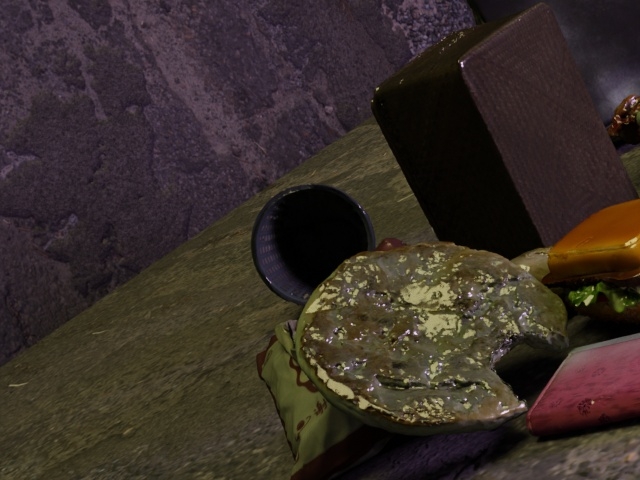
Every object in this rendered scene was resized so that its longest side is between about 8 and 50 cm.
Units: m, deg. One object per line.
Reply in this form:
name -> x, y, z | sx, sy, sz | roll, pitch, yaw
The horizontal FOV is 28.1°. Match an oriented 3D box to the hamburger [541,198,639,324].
hamburger -> 0.278, 0.025, 1.152 | 0.137, 0.087, 0.166 | -34, 10, -20

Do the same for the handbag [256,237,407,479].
handbag -> 0.034, 0.119, 1.227 | 0.213, 0.127, 0.235 | -37, 34, 7

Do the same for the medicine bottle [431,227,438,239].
medicine bottle -> 0.194, -0.029, 1.700 | 0.057, 0.057, 0.089 | -38, 13, -38

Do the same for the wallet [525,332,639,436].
wallet -> 0.275, 0.097, 0.993 | 0.232, 0.025, 0.119 | -20, 14, 41

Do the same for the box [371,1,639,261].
box -> 0.205, -0.094, 1.398 | 0.143, 0.273, 0.184 | -11, 22, 50

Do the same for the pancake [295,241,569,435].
pancake -> 0.093, 0.082, 1.132 | 0.253, 0.037, 0.254 | -5, 36, 4

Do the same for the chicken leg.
chicken leg -> 0.257, 0.022, 1.280 | 0.178, 0.070, 0.093 | -23, 28, -9

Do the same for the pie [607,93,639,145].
pie -> 0.485, -0.161, 1.458 | 0.274, 0.106, 0.257 | -30, 18, -4

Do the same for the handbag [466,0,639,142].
handbag -> 0.374, -0.295, 1.803 | 0.247, 0.341, 0.240 | -31, -9, 19

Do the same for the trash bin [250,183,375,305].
trash bin -> 0.000, 0.000, 1.836 | 0.175, 0.175, 0.161 | -28, 1, 10

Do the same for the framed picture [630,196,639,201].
framed picture -> 0.491, -0.095, 1.178 | 0.347, 0.016, 0.265 | -23, 7, -24
